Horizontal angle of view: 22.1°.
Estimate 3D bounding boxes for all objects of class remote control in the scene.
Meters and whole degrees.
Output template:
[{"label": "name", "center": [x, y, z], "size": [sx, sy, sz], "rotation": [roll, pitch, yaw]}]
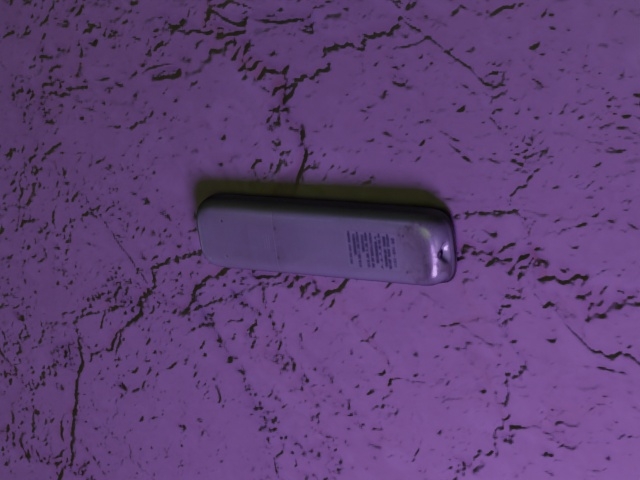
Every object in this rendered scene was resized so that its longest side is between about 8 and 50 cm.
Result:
[{"label": "remote control", "center": [0.000, 0.001, 1.773], "size": [0.309, 0.038, 0.090], "rotation": [4, 114, 27]}]
